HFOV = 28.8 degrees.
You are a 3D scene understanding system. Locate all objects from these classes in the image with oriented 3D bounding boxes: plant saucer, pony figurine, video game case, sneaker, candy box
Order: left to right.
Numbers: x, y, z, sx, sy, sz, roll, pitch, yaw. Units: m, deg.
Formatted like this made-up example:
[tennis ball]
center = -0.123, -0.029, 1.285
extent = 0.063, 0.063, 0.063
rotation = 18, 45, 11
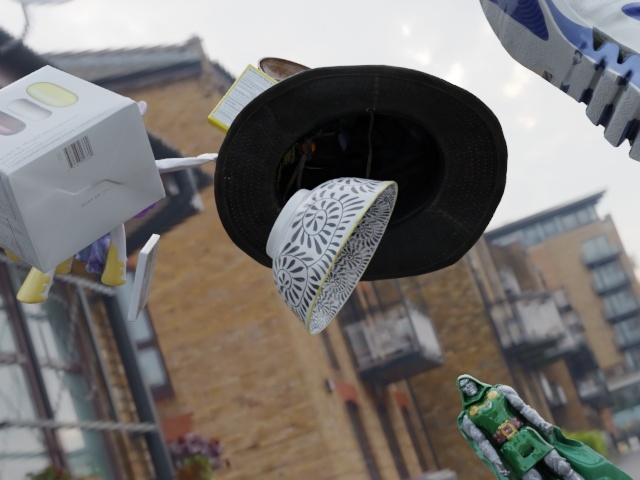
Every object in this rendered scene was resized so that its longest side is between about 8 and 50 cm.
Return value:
[pony figurine]
center = -0.383, -0.099, 2.117
extent = 0.302, 0.364, 0.351
rotation = 25, 23, 34
[video game case]
center = -0.219, 0.045, 1.546
extent = 0.011, 0.087, 0.122
rotation = 11, 10, -3
[candy box]
center = -0.047, -0.153, 1.762
extent = 0.105, 0.206, 0.027
rotation = -54, -6, -19
[plant saucer]
center = -0.019, -0.239, 2.041
extent = 0.198, 0.198, 0.036
rotation = -3, -52, -51
[sneaker]
center = 0.334, -0.244, 1.409
extent = 0.182, 0.315, 0.127
rotation = -34, -17, -24

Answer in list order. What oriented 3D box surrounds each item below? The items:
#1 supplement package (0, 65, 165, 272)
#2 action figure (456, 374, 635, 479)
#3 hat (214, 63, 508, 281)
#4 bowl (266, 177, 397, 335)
[supplement package]
center = -0.344, -0.096, 1.562
extent = 0.194, 0.149, 0.203
rotation = -35, 40, -30
[action figure]
center = 0.236, 0.242, 1.439
extent = 0.137, 0.232, 0.063
rotation = -41, -26, -6
[hat]
center = 0.043, -0.097, 1.430
extent = 0.331, 0.134, 0.331
rotation = -2, -53, -3
[bowl]
center = 0.000, 0.000, 1.208
extent = 0.170, 0.080, 0.170
rotation = -56, -13, -20
